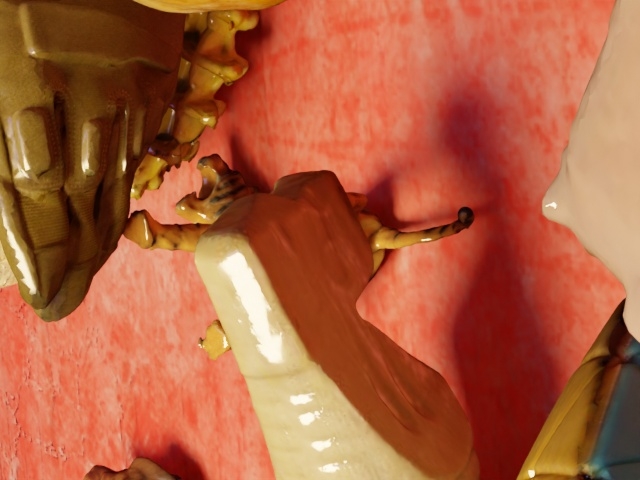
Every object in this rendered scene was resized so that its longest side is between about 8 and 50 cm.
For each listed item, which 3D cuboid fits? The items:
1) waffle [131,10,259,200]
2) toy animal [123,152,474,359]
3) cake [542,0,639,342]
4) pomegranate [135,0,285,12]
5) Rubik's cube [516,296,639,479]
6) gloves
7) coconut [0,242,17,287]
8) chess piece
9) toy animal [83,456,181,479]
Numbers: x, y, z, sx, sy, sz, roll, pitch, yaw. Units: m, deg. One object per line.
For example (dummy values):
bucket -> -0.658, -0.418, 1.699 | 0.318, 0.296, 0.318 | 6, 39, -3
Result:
waffle -> -0.128, -0.141, 1.221 | 0.231, 0.051, 0.229 | -29, 67, 41
toy animal -> 0.001, 0.008, 1.114 | 0.255, 0.116, 0.114 | -3, 110, 42
cake -> 0.256, -0.054, 0.621 | 0.237, 0.308, 0.230 | 43, 127, 38
pomegranate -> -0.068, -0.247, 1.005 | 0.248, 0.248, 0.248 | 17, 112, 47
Rubik's cube -> 0.181, 0.171, 0.837 | 0.254, 0.254, 0.254 | 17, 112, 47
gloves -> -0.162, -0.115, 1.104 | 0.141, 0.154, 0.331 | -31, 55, 39
coconut -> -0.277, -0.032, 1.382 | 0.147, 0.147, 0.153 | -9, 97, 51
chess piece -> 0.022, 0.105, 0.998 | 0.137, 0.137, 0.301 | 2, 123, 50
toy animal -> -0.081, 0.281, 1.276 | 0.312, 0.097, 0.158 | 44, 124, 32
